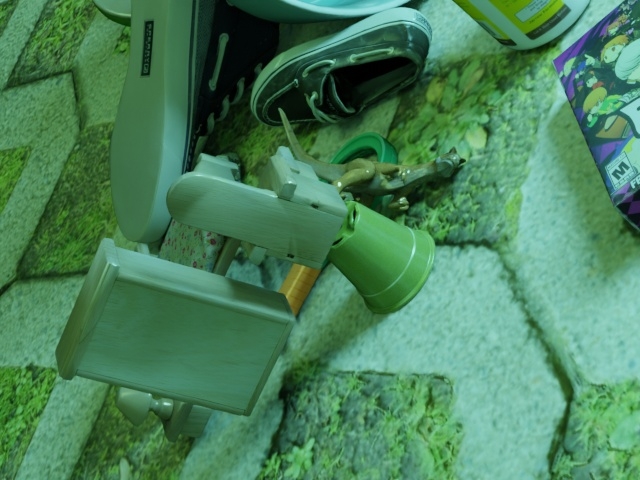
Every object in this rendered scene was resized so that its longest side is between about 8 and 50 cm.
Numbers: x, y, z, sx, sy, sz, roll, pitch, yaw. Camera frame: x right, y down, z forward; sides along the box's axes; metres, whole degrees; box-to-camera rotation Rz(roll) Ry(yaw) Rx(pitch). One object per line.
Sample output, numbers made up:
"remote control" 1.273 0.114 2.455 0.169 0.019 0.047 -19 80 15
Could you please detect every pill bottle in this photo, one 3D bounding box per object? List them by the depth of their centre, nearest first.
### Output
"pill bottle" 0.133 -0.267 1.363 0.117 0.215 0.117 -34 36 29

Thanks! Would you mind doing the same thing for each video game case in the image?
"video game case" 0.293 -0.145 1.191 0.232 0.042 0.210 -40 31 22

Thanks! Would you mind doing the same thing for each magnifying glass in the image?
"magnifying glass" 0.000 0.000 1.465 0.092 0.026 0.231 6 65 55

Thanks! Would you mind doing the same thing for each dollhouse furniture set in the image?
"dollhouse furniture set" -0.151 -0.012 1.451 0.303 0.174 0.355 -63 26 21

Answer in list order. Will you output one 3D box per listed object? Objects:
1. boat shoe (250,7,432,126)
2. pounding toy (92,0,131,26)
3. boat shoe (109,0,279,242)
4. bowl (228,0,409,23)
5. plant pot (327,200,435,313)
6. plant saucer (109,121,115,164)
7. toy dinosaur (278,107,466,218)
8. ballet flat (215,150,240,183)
"boat shoe" 0.012 -0.155 1.554 0.219 0.078 0.070 -25 39 37
"pounding toy" -0.162 -0.296 1.943 0.237 0.110 0.183 21 62 29
"boat shoe" -0.127 -0.163 1.733 0.127 0.158 0.340 17 102 54
"bowl" -0.024 -0.346 1.629 0.163 0.311 0.311 -37 29 63
"plant pot" 0.040 0.008 1.347 0.083 0.079 0.083 -35 35 30
"plant saucer" -0.196 -0.151 1.879 0.195 0.037 0.195 -34 35 28
"toy dinosaur" 0.031 -0.054 1.423 0.211 0.064 0.112 8 46 32
"ballet flat" -0.103 -0.065 1.660 0.041 0.041 0.114 -41 32 21
